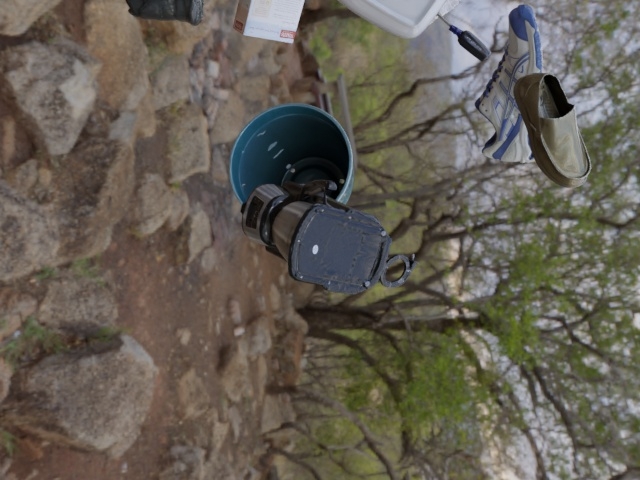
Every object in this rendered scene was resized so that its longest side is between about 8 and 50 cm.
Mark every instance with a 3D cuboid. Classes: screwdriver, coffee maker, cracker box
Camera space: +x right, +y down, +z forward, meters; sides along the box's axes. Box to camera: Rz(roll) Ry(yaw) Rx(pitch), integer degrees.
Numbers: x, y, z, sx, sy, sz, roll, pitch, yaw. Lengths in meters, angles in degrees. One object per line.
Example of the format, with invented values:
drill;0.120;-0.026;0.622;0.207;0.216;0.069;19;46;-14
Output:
screwdriver;0.175;-0.316;0.938;0.025;0.170;0.024;-53;-179;33
coffee maker;0.000;0.000;0.845;0.171;0.120;0.178;40;-4;-29
cracker box;-0.119;-0.635;1.661;0.067;0.156;0.232;43;-55;42

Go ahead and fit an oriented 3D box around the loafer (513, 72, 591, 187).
loafer;0.274;-0.131;0.763;0.148;0.056;0.050;63;-11;2

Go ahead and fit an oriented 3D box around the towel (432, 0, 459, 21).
towel;0.162;-0.465;1.108;0.187;0.049;0.282;52;31;-11

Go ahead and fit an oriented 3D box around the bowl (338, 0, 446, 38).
bowl;0.087;-0.296;0.706;0.142;0.142;0.053;-53;-155;29

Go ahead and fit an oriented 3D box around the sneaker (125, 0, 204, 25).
sneaker;-0.252;-0.466;1.011;0.109;0.130;0.286;101;-16;-68

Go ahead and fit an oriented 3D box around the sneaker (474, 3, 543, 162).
sneaker;0.354;-0.286;1.229;0.112;0.131;0.296;-49;135;-59

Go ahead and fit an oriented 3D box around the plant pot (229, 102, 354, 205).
plant pot;-0.040;-0.144;1.507;0.255;0.272;0.271;36;44;-75
